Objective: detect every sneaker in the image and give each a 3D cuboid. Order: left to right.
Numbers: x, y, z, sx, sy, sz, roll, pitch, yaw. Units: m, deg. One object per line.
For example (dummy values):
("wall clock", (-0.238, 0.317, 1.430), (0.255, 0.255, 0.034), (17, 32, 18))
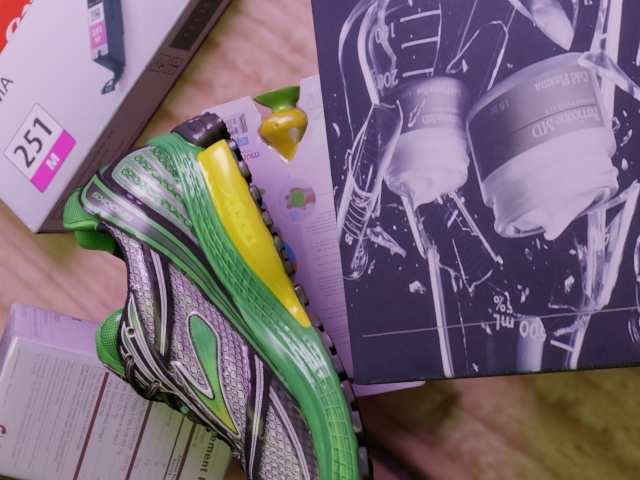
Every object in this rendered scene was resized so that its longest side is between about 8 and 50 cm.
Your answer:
("sneaker", (-0.065, 0.092, 0.931), (0.146, 0.134, 0.344), (-25, 76, -7))

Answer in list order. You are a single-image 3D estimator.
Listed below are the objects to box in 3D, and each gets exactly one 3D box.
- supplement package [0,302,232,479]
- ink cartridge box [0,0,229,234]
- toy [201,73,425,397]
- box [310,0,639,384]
("supplement package", (-0.158, 0.127, 1.015), (0.179, 0.105, 0.105), (16, 97, -16))
("ink cartridge box", (-0.226, -0.184, 1.127), (0.239, 0.060, 0.275), (42, 106, 19))
("toy", (0.000, 0.000, 1.015), (0.136, 0.056, 0.237), (-14, 89, 26))
("box", (0.176, -0.083, 0.801), (0.343, 0.179, 0.313), (-12, 84, 49))
